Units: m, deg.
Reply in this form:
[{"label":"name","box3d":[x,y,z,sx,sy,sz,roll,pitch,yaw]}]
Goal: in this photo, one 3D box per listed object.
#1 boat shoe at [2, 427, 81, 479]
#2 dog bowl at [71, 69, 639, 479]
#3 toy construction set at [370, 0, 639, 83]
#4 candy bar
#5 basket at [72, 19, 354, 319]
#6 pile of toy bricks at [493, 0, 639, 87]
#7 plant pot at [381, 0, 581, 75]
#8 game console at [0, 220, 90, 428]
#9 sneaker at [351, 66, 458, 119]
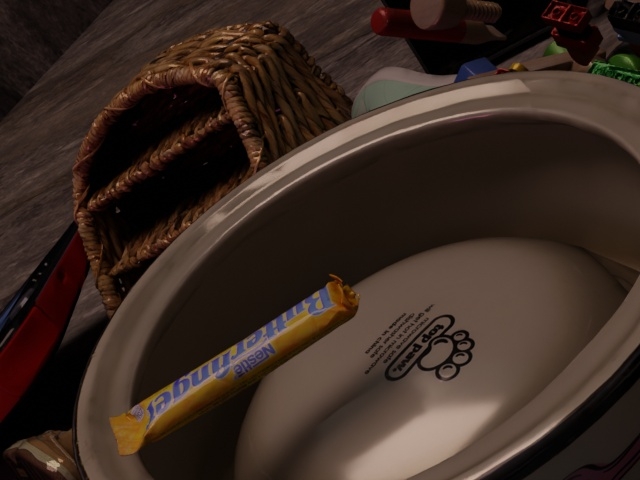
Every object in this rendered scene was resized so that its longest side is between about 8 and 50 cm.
[{"label":"boat shoe","box3d":[-0.244,0.201,1.704,0.072,0.068,0.190,-34,15,-19]},{"label":"dog bowl","box3d":[0.063,0.079,1.090,0.408,0.150,0.408,-22,31,14]},{"label":"toy construction set","box3d":[0.228,-0.175,1.447,0.237,0.257,0.309,0,8,-40]},{"label":"candy bar","box3d":[-0.048,0.071,1.034,0.161,0.018,0.040,-33,30,-2]},{"label":"basket","box3d":[-0.134,-0.066,1.847,0.299,0.213,0.223,-27,21,44]},{"label":"pile of toy bricks","box3d":[0.221,-0.077,1.217,0.212,0.105,0.118,22,70,40]},{"label":"plant pot","box3d":[0.174,-0.301,1.870,0.188,0.187,0.167,-26,11,40]},{"label":"game console","box3d":[-0.378,0.161,1.945,0.386,0.060,0.342,-48,15,21]},{"label":"sneaker","box3d":[0.061,-0.080,1.694,0.151,0.094,0.256,-48,18,-15]}]
